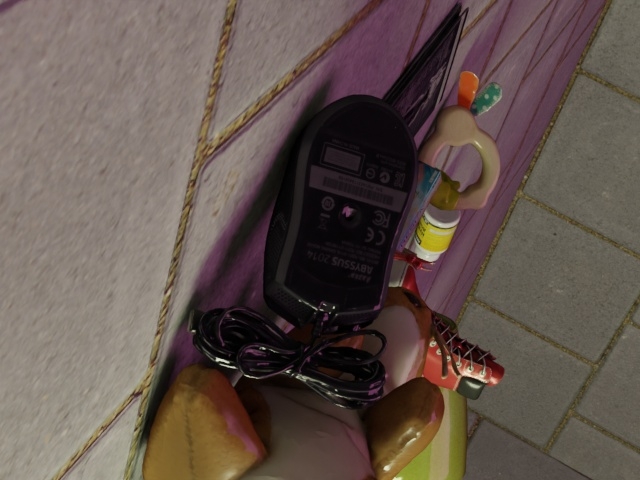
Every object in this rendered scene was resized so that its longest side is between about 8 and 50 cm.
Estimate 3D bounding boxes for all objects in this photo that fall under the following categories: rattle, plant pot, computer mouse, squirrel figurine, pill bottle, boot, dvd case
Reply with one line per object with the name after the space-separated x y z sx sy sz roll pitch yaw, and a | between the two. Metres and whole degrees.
0.198 -0.148 1.714 0.143 0.130 0.199 -58 149 -80 | rattle
0.172 0.289 2.259 0.275 0.275 0.293 -32 134 -68 | plant pot
0.000 0.000 1.055 0.072 0.188 0.272 3 -106 69 | computer mouse
-0.019 0.223 1.247 0.397 0.281 0.370 -62 178 35 | squirrel figurine
0.200 -0.016 2.041 0.065 0.065 0.116 -52 165 -38 | pill bottle
0.164 0.125 1.572 0.244 0.176 0.088 81 28 -51 | boot
0.108 -0.163 1.399 0.221 0.018 0.164 -52 165 -34 | dvd case

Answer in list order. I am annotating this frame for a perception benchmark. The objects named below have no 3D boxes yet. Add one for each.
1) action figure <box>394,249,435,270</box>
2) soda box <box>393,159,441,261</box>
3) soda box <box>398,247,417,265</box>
0.049 0.073 1.432 0.091 0.139 0.280 -57 165 -27 | action figure
0.096 -0.023 1.582 0.183 0.058 0.063 -61 169 -5 | soda box
0.081 0.089 1.791 0.061 0.058 0.181 -39 156 -62 | soda box
